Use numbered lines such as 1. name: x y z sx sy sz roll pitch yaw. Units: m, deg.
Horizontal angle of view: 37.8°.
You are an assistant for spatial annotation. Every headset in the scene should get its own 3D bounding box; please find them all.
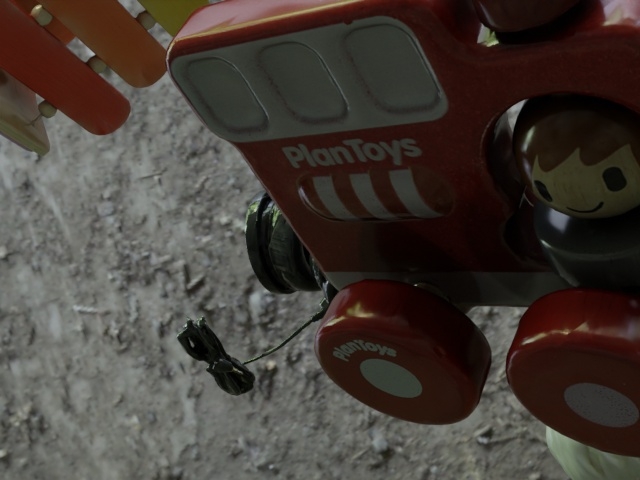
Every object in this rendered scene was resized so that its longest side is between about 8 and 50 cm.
1. headset: 0.000 0.000 1.053 0.243 0.394 0.185 18 155 42

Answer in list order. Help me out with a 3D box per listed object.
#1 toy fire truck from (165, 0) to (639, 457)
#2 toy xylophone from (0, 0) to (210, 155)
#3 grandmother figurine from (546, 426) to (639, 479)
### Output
1. toy fire truck: 0.086 -0.034 0.481 0.302 0.169 0.254 -1 138 40
2. toy xylophone: -0.150 -0.209 0.654 0.323 0.236 0.081 -44 65 10
3. grandmother figurine: 0.288 0.073 0.806 0.104 0.342 0.207 21 137 24
